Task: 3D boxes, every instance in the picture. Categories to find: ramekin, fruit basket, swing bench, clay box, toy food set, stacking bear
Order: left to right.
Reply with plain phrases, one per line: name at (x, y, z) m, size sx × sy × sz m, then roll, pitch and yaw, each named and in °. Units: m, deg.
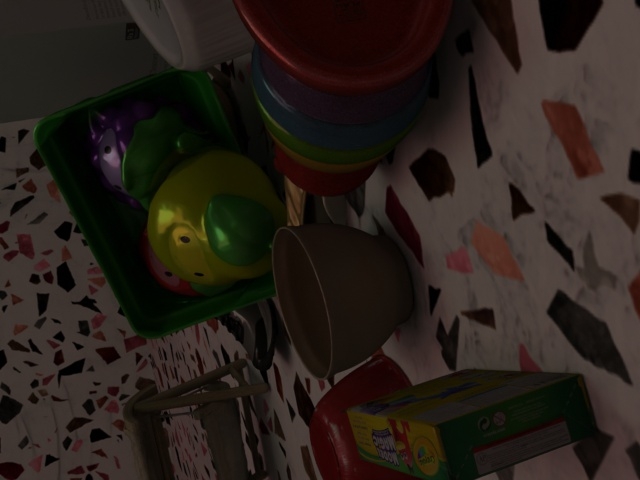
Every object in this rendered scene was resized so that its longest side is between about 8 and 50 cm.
ramekin at (-0.168, -0.326, 1.120) m, size 0.273 × 0.127 × 0.273 m, roll 52°, pitch 166°, yaw 19°
fruit basket at (-0.184, -0.036, 1.261) m, size 0.392 × 0.283 × 0.392 m, roll -20°, pitch -90°, yaw -88°
swing bench at (-0.212, 0.379, 1.681) m, size 0.165 × 0.254 × 0.253 m, roll -154°, pitch 53°, yaw -67°
toy food set at (-0.151, -0.185, 1.456) m, size 0.132 × 0.038 × 0.192 m, roll 45°, pitch 140°, yaw 45°
stacking bear at (0.014, -0.134, 0.838) m, size 0.289 × 0.175 × 0.164 m, roll 99°, pitch 159°, yaw -69°
clay box at (0.110, 0.149, 0.785) m, size 0.222 × 0.127 × 0.053 m, roll 156°, pitch 98°, yaw -72°

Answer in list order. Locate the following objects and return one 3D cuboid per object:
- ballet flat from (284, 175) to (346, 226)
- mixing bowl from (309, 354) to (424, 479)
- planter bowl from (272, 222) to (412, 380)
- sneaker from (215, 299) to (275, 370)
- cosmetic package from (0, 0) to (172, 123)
ballet flat at (0.000, 0.000, 1.083) m, size 0.073 × 0.080 × 0.232 m, roll 21°, pitch 126°, yaw 50°
mixing bowl at (0.048, 0.228, 1.070) m, size 0.181 × 0.098 × 0.181 m, roll 167°, pitch 90°, yaw -71°
planter bowl at (0.028, 0.052, 0.979) m, size 0.162 × 0.109 × 0.162 m, roll 166°, pitch 90°, yaw -72°
sneaker at (-0.145, 0.105, 1.527) m, size 0.100 × 0.108 × 0.271 m, roll 99°, pitch 150°, yaw -46°
cosmetic package at (-0.375, -0.315, 1.448) m, size 0.217 × 0.385 × 0.156 m, roll 111°, pitch 141°, yaw -60°
